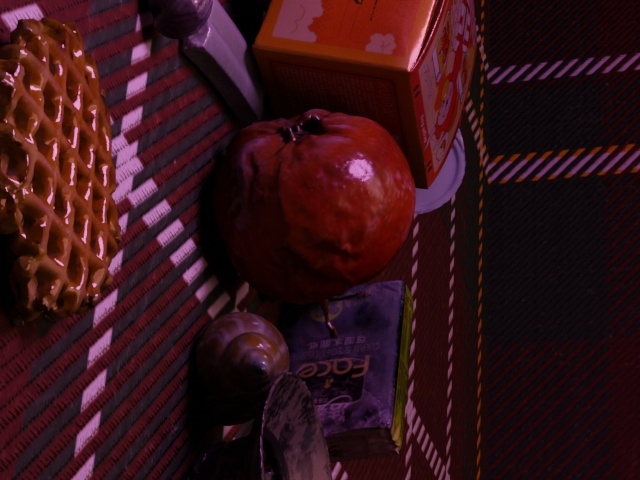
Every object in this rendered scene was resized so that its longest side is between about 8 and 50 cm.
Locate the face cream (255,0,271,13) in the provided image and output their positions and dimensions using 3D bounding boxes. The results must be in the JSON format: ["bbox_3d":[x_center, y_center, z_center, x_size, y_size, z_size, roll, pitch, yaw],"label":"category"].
[{"bbox_3d":[-0.079,-0.355,1.877,0.269,0.073,0.107,38,46,-71],"label":"face cream"}]

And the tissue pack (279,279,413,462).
[{"bbox_3d":[0.024,0.165,1.930,0.073,0.173,0.235,63,27,-42],"label":"tissue pack"}]

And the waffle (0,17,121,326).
[{"bbox_3d":[-0.221,-0.061,1.287,0.245,0.052,0.254,-55,138,-70],"label":"waffle"}]

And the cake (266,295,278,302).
[{"bbox_3d":[-0.004,-0.003,2.002,0.246,0.112,0.135,-23,106,-71],"label":"cake"}]

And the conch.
[{"bbox_3d":[-0.082,0.138,1.676,0.116,0.106,0.173,-56,158,-37],"label":"conch"}]

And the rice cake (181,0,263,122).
[{"bbox_3d":[-0.108,-0.212,1.784,0.222,0.042,0.080,49,44,-67],"label":"rice cake"}]

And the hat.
[{"bbox_3d":[-0.073,0.273,1.603,0.265,0.128,0.266,-5,90,-77],"label":"hat"}]

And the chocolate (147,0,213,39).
[{"bbox_3d":[-0.148,-0.289,1.596,0.072,0.072,0.167,30,55,-73],"label":"chocolate"}]

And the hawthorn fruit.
[{"bbox_3d":[-0.006,-0.012,1.779,0.242,0.241,0.272,-66,152,-62],"label":"hawthorn fruit"}]

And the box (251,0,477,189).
[{"bbox_3d":[0.071,-0.252,1.930,0.283,0.213,0.260,74,33,-62],"label":"box"}]

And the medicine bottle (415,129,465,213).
[{"bbox_3d":[0.110,-0.152,2.208,0.318,0.158,0.158,-106,-174,-69],"label":"medicine bottle"}]
